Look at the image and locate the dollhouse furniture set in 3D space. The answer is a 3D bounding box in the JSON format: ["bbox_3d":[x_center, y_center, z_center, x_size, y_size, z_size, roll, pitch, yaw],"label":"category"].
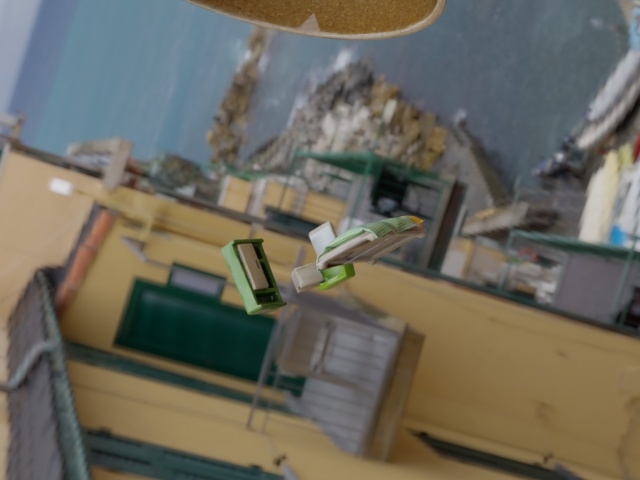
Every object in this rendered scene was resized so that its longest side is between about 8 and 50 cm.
[{"bbox_3d":[0.000,0.000,0.931,0.152,0.076,0.058,-30,75,34],"label":"dollhouse furniture set"}]

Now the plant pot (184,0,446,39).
[{"bbox_3d":[-0.011,-0.282,0.731,0.237,0.237,0.254,168,119,-73],"label":"plant pot"}]
